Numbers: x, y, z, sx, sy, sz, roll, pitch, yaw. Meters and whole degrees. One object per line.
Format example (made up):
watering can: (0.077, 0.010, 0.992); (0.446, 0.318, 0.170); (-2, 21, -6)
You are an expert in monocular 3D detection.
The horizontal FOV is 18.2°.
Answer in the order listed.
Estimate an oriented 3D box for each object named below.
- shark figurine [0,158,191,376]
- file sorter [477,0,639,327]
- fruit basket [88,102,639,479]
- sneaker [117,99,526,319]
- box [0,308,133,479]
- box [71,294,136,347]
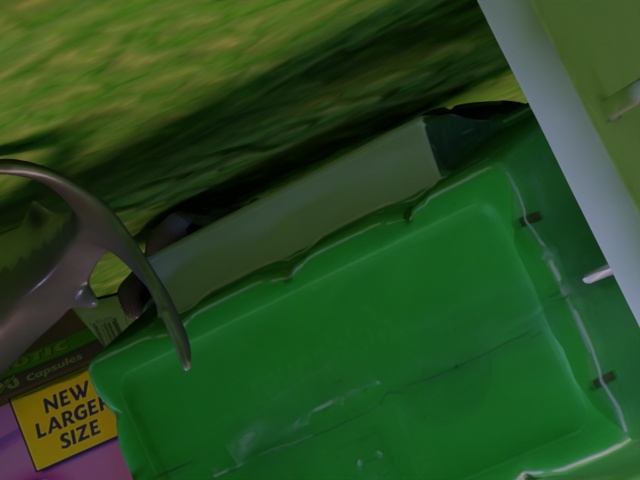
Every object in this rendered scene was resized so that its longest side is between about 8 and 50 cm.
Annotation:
shark figurine: (-0.137, 0.054, 0.751); (0.278, 0.116, 0.166); (-24, 177, 27)
file sorter: (0.205, -0.023, 0.578); (0.173, 0.277, 0.193); (-31, 172, 41)
fruit basket: (0.066, 0.031, 0.853); (0.327, 0.165, 0.353); (-26, -179, 24)
sneaker: (0.002, -0.001, 0.967); (0.229, 0.086, 0.132); (-25, 173, 21)
box: (-0.180, 0.183, 1.004); (0.214, 0.243, 0.117); (-22, -158, -15)
box: (-0.090, 0.151, 1.280); (0.127, 0.231, 0.262); (-26, 175, 23)
